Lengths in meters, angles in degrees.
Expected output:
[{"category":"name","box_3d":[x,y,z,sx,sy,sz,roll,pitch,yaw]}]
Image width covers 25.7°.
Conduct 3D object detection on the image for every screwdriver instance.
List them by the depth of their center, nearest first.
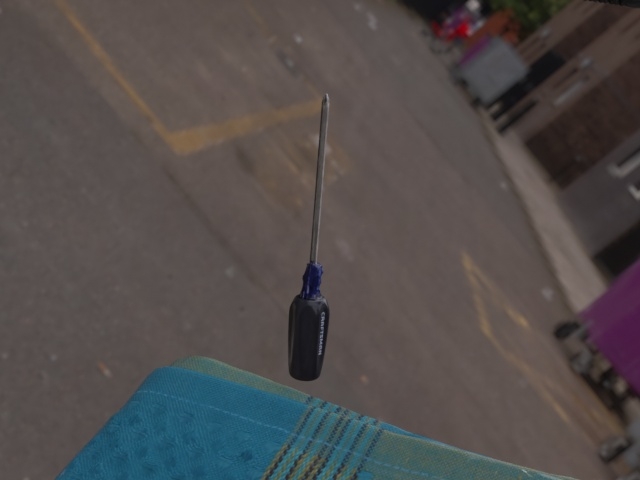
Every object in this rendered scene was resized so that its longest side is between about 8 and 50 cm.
[{"category":"screwdriver","box_3d":[0.000,0.000,0.808,0.025,0.170,0.024,3,13,-25]}]

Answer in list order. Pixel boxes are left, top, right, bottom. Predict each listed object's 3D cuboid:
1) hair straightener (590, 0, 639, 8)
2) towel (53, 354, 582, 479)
[{"category":"hair straightener","box_3d":[0.186,-0.177,0.697,0.230,0.047,0.089,-35,104,-36]},{"category":"towel","box_3d":[-0.054,0.207,0.510,0.271,0.370,0.040,15,-41,29]}]
